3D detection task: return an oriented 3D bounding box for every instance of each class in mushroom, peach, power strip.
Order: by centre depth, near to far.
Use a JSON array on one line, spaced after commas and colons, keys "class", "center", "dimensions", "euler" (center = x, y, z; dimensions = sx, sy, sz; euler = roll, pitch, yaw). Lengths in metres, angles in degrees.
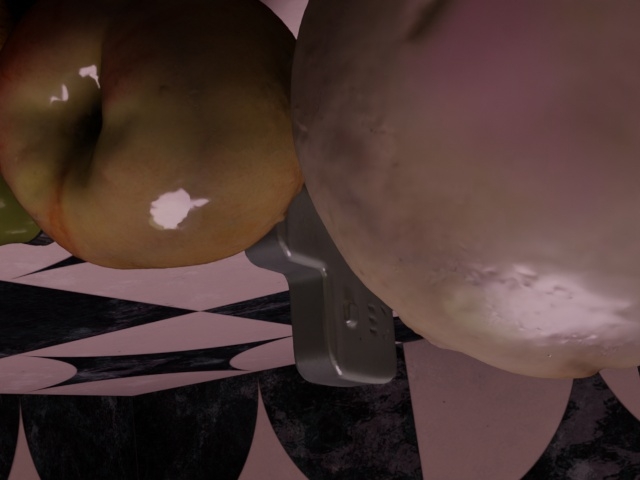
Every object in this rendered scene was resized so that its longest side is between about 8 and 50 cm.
[{"class": "mushroom", "center": [0.136, -0.103, 0.562], "dimensions": [0.315, 0.356, 0.315], "euler": [-7, 141, -6]}, {"class": "peach", "center": [-0.099, -0.079, 0.637], "dimensions": [0.232, 0.233, 0.232], "euler": [-7, 166, -2]}, {"class": "power strip", "center": [0.001, 0.000, 0.875], "dimensions": [0.059, 0.265, 0.193], "euler": [-13, 163, 29]}]

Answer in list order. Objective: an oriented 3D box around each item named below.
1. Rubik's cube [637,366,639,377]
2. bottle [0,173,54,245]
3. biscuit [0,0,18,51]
[{"class": "Rubik's cube", "center": [0.460, -0.036, 0.754], "dimensions": [0.344, 0.344, 0.337], "euler": [-2, 157, -17]}, {"class": "bottle", "center": [-0.340, -0.045, 0.831], "dimensions": [0.112, 0.112, 0.260], "euler": [-16, 164, 30]}, {"class": "biscuit", "center": [-0.296, -0.149, 0.615], "dimensions": [0.187, 0.027, 0.188], "euler": [-9, 166, -2]}]
